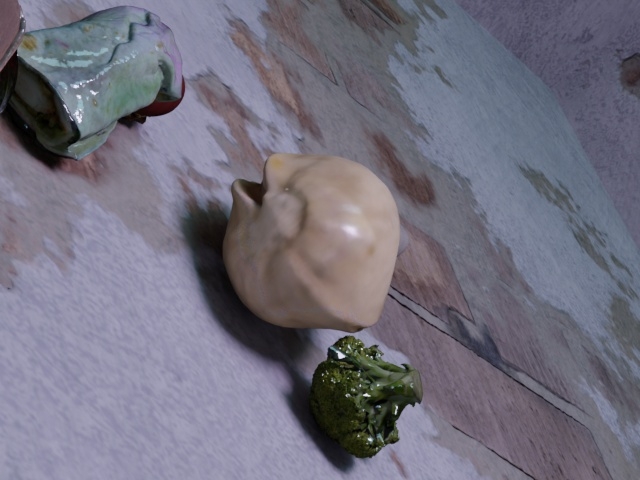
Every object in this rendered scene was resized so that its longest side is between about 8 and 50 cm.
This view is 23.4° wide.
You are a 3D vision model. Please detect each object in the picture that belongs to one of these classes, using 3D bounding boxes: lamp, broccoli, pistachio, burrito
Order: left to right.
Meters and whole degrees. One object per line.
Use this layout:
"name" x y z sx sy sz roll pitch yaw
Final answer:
"burrito" -0.230 -0.178 1.587 0.144 0.089 0.229 49 40 1
"lamp" -0.201 -0.177 1.732 0.101 0.090 0.101 16 14 -4
"pistachio" 0.000 0.000 1.706 0.214 0.193 0.318 55 15 0
"broccoli" 0.047 0.164 1.634 0.130 0.120 0.131 15 65 -69

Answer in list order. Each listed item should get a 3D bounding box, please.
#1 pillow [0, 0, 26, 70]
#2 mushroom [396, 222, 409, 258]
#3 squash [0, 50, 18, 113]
"pillow" -0.269 -0.207 1.075 0.135 0.034 0.211 -70 144 -49
"mushroom" 0.042 -0.003 1.963 0.097 0.088 0.212 48 24 21
"squash" -0.342 -0.165 1.311 0.193 0.156 0.193 37 -1 1
